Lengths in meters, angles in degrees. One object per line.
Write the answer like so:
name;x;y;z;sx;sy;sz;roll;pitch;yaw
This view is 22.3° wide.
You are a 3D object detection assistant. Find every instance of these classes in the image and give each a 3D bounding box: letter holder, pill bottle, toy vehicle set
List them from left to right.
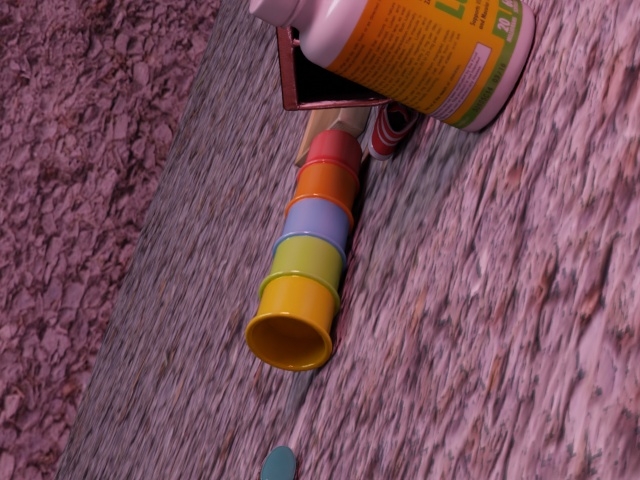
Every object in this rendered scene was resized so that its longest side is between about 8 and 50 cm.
toy vehicle set;0.045;-0.231;2.105;0.166;0.035;0.267;-39;30;63
pill bottle;0.065;-0.209;1.527;0.136;0.246;0.136;-60;15;28
letter holder;0.079;-0.266;1.796;0.302;0.214;0.152;-72;-21;-64

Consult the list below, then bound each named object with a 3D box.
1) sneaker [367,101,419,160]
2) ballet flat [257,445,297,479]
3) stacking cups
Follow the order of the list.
sneaker;0.084;-0.153;1.806;0.067;0.042;0.118;128;153;-59
ballet flat;-0.047;0.259;1.639;0.041;0.041;0.114;-57;16;37
stacking cups;0.000;0.000;1.817;0.096;0.096;0.316;-53;14;45
